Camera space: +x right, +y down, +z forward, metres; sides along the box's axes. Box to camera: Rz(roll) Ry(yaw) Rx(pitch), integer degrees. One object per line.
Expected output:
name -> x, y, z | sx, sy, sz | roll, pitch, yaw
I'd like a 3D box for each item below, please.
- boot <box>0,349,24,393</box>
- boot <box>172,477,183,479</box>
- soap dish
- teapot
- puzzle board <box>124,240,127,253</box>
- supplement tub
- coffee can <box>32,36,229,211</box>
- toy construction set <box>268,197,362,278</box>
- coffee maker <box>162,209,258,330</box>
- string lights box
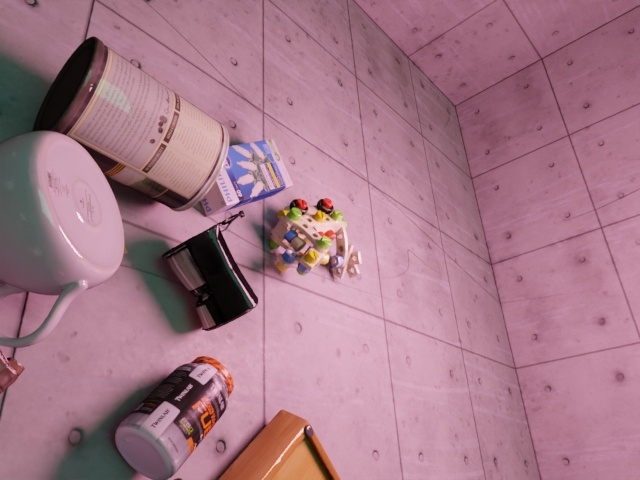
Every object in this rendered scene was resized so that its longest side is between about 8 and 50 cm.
boot -> -0.469, 0.187, 0.676 | 0.106, 0.037, 0.114 | 47, 43, -21
boot -> -0.223, 0.529, 0.662 | 0.284, 0.138, 0.377 | 62, 27, 0
soap dish -> -0.075, 0.487, 0.943 | 0.229, 0.118, 0.291 | 62, 34, -5
teapot -> -0.420, -0.020, 0.742 | 0.256, 0.187, 0.253 | -104, 176, -65
puzzle board -> -0.408, -0.017, 0.899 | 0.128, 0.011, 0.097 | -6, 76, -54
supplement tub -> -0.233, 0.286, 0.855 | 0.117, 0.117, 0.190 | 58, 35, -11
coffee can -> -0.336, -0.199, 0.937 | 0.275, 0.201, 0.202 | 30, 48, -40
toy construction set -> 0.000, 0.000, 1.310 | 0.215, 0.151, 0.327 | 52, 20, 25
coffee maker -> -0.192, 0.064, 0.998 | 0.178, 0.171, 0.120 | 61, 18, -9
string lights box -> -0.187, -0.154, 1.218 | 0.259, 0.076, 0.133 | -28, 94, -55
